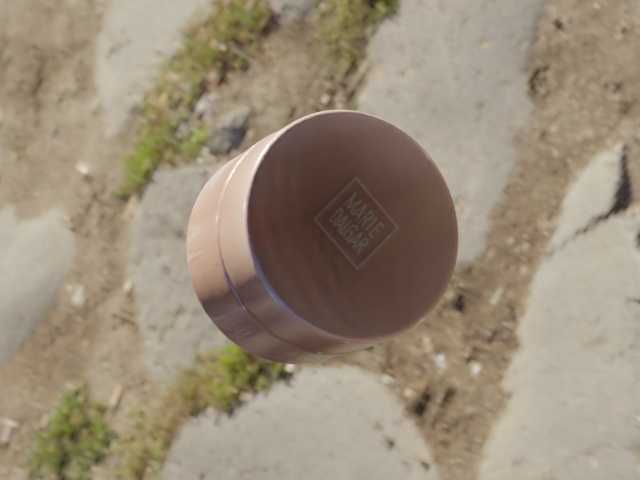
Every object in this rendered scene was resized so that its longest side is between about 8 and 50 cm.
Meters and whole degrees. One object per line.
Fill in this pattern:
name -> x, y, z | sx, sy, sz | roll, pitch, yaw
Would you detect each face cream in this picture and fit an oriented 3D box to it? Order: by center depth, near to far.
face cream -> 0.000, 0.000, 1.069 | 0.104, 0.149, 0.149 | -24, 52, 62
